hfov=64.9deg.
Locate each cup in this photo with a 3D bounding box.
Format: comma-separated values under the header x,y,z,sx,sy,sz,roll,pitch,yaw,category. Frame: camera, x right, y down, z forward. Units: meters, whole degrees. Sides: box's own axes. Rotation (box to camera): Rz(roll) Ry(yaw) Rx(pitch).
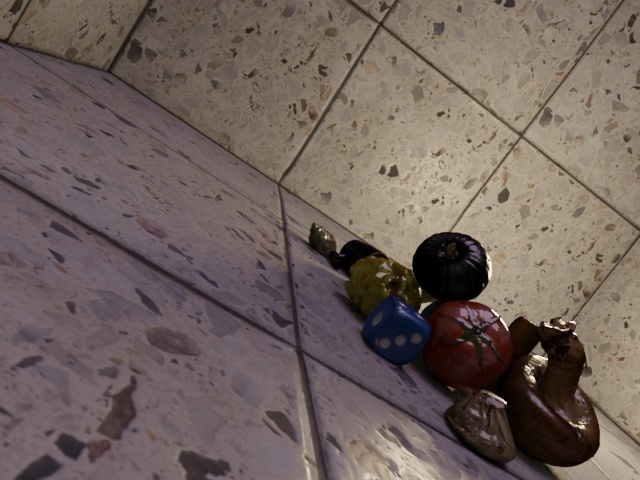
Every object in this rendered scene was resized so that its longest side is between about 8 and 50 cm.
x,y,z,sx,sy,sz,roll,pitch,yaw,category
0.158,0.077,2.154,0.239,0.166,0.177,30,6,-38,cup

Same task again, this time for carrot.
x,y,z,sx,sy,sz,roll,pitch,yaw,category
0.585,0.377,1.616,0.114,0.302,0.114,37,5,-4,carrot

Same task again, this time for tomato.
x,y,z,sx,sy,sz,roll,pitch,yaw,category
0.431,0.317,1.509,0.265,0.265,0.265,34,8,-5,tomato

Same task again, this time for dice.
x,y,z,sx,sy,sz,roll,pitch,yaw,category
0.214,0.250,1.411,0.146,0.146,0.143,34,10,-9,dice

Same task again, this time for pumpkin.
x,y,z,sx,sy,sz,roll,pitch,yaw,category
0.420,0.077,1.616,0.250,0.250,0.216,41,-17,38,pumpkin

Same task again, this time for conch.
x,y,z,sx,sy,sz,roll,pitch,yaw,category
0.012,0.003,2.217,0.173,0.106,0.116,49,28,3,conch

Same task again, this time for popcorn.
x,y,z,sx,sy,sz,roll,pitch,yaw,category
0.226,0.169,1.668,0.250,0.235,0.241,9,45,-24,popcorn

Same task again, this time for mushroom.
x,y,z,sx,sy,sz,roll,pitch,yaw,category
0.676,0.435,1.433,0.334,0.356,0.331,46,11,22,mushroom

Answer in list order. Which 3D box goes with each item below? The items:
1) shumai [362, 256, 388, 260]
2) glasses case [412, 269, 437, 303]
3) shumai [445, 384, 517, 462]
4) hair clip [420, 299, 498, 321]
x,y,z,sx,sy,sz,roll,pitch,yaw,category
0.180,0.155,1.931,0.185,0.183,0.218,-6,-10,43,shumai
0.443,0.179,2.032,0.156,0.425,0.098,57,33,-32,glasses case
0.400,0.430,1.214,0.201,0.120,0.201,32,6,-4,shumai
0.478,0.309,1.808,0.392,0.238,0.318,32,9,-18,hair clip
